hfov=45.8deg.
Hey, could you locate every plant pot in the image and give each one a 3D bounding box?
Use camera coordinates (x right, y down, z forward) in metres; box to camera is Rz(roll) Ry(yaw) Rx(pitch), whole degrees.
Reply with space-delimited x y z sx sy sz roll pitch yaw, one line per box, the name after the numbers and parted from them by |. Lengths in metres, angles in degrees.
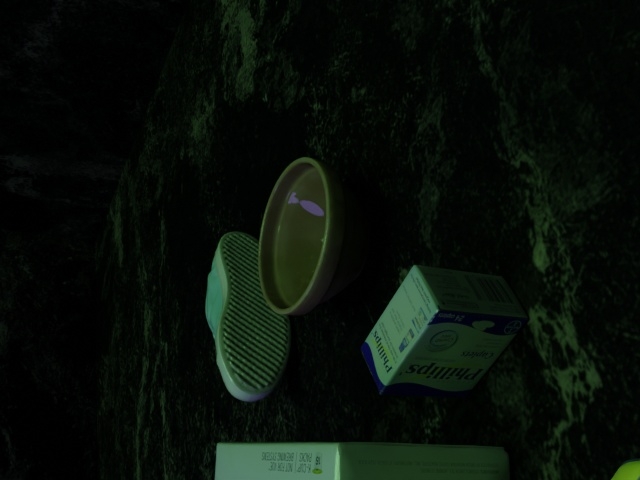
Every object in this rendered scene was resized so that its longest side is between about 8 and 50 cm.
0.000 0.000 1.152 0.237 0.109 0.237 -29 56 56 | plant pot

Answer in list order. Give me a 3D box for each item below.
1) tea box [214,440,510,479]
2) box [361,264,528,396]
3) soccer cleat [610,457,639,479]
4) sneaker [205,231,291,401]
0.029 0.392 0.846 0.329 0.219 0.324 -25 59 59 | tea box
0.134 0.104 0.839 0.137 0.126 0.072 -62 34 33 | box
0.251 0.254 0.635 0.289 0.093 0.121 -58 4 45 | soccer cleat
-0.139 0.157 1.370 0.366 0.135 0.150 -98 23 -47 | sneaker
